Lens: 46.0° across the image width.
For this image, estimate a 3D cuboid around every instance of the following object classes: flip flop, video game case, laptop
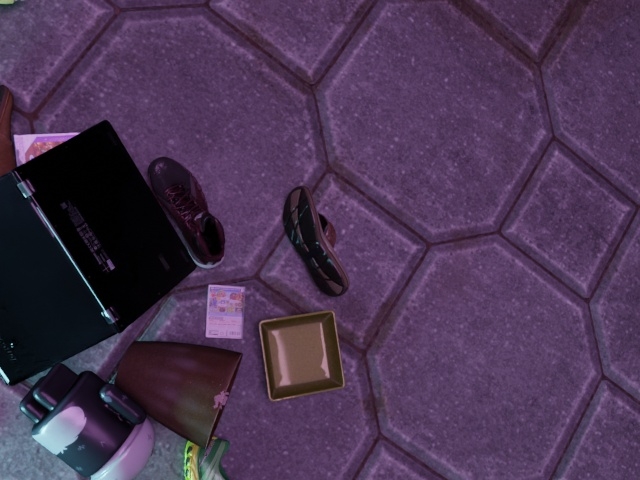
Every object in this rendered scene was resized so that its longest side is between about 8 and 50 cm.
[{"bbox_3d":[0.000,0.000,1.796,0.080,0.112,0.277,-28,91,-44],"label":"flip flop"},{"bbox_3d":[-0.220,0.165,1.747,0.087,0.011,0.121,5,83,-17],"label":"video game case"},{"bbox_3d":[-0.545,0.022,1.578,0.408,0.236,0.381,-45,113,-46],"label":"laptop"}]

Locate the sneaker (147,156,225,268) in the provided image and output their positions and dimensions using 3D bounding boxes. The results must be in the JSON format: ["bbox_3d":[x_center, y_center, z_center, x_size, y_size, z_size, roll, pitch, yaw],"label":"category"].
[{"bbox_3d":[-0.281,-0.073,1.674,0.106,0.162,0.281,-32,95,-18],"label":"sneaker"}]

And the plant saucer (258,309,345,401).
[{"bbox_3d":[-0.048,0.268,1.773,0.189,0.045,0.188,-7,86,-19],"label":"plant saucer"}]

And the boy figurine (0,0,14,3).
[{"bbox_3d":[-0.716,-0.579,1.630,0.285,0.092,0.177,-43,98,-17],"label":"boy figurine"}]

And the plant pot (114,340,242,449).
[{"bbox_3d":[-0.312,0.303,1.616,0.231,0.215,0.215,21,78,0],"label":"plant pot"}]

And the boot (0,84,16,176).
[{"bbox_3d":[-0.690,-0.178,1.607,0.115,0.112,0.305,22,70,-46],"label":"boot"}]

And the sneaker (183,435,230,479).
[{"bbox_3d":[-0.230,0.576,1.646,0.124,0.109,0.295,-3,85,-14],"label":"sneaker"}]

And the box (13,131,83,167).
[{"bbox_3d":[-0.537,-0.084,1.618,0.201,0.057,0.293,-6,95,-23],"label":"box"}]

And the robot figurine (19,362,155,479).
[{"bbox_3d":[-0.469,0.378,1.545,0.278,0.209,0.173,43,70,-12],"label":"robot figurine"}]
